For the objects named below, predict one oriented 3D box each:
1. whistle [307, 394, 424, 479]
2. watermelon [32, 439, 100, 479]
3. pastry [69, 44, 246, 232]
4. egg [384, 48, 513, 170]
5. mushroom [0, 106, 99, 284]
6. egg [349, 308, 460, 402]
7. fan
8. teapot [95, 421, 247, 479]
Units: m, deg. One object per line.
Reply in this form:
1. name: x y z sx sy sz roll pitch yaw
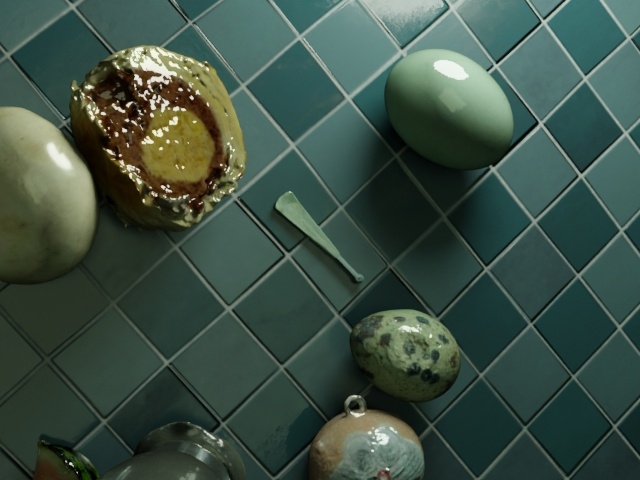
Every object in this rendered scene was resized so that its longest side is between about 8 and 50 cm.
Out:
1. whistle: 0.084 0.404 1.311 0.189 0.189 0.348 -14 102 -16
2. watermelon: -0.370 0.411 1.233 0.119 0.063 0.245 3 92 2
3. pastry: -0.244 -0.142 1.235 0.237 0.170 0.256 -42 107 -46
4. egg: 0.207 -0.206 1.363 0.230 0.168 0.168 35 79 -15
5. mushroom: -0.410 -0.064 1.171 0.246 0.202 0.246 5 110 15
6. egg: 0.132 0.177 1.341 0.181 0.141 0.141 23 82 -5
7. fan: 0.000 0.000 1.375 0.038 0.016 0.193 -45 99 -10
8. teapot: -0.190 0.406 1.183 0.223 0.285 0.305 -28 100 16
